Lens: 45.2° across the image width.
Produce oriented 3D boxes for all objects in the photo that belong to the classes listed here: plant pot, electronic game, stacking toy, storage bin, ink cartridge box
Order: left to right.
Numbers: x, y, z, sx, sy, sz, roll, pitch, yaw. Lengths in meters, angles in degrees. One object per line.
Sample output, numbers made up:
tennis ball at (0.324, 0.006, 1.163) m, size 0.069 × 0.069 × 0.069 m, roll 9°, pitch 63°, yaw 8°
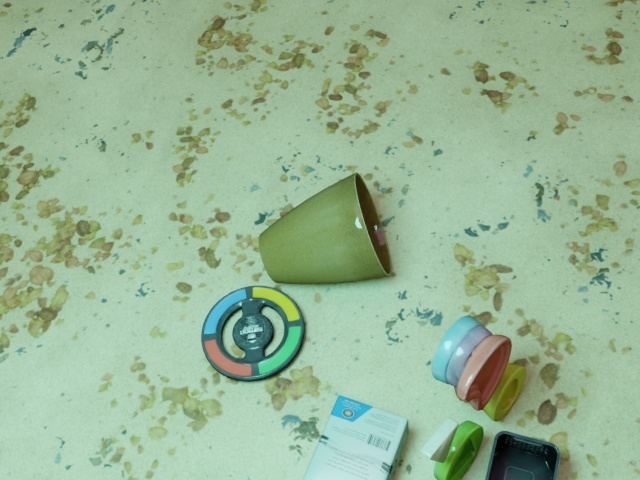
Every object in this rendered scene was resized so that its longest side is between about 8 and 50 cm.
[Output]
electronic game at (-0.148, 0.199, 1.678) m, size 0.229 × 0.048 × 0.229 m, roll -3°, pitch 56°, yaw 5°
plant pot at (0.000, 0.000, 1.702) m, size 0.254 × 0.237 × 0.237 m, roll -17°, pitch 55°, yaw 12°
ink cartridge box at (0.068, 0.422, 1.475) m, size 0.148 × 0.086 × 0.203 m, roll 17°, pitch 61°, yaw 18°
stacking toy at (0.246, 0.292, 1.433) m, size 0.130 × 0.309 × 0.280 m, roll 28°, pitch 74°, yaw 32°
storage bin at (0.363, 0.458, 1.413) m, size 0.122 × 0.084 × 0.180 m, roll 12°, pitch 60°, yaw 15°
